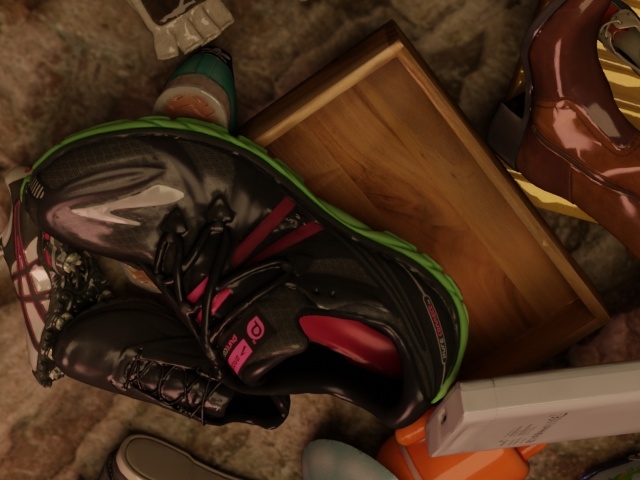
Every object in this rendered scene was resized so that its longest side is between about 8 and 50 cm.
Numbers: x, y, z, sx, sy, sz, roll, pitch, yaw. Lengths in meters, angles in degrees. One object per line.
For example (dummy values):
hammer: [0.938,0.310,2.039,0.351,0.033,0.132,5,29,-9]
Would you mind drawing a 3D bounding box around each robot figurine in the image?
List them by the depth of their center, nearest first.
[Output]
robot figurine: [0.159,0.260,1.787,0.219,0.158,0.128,-32,77,7]

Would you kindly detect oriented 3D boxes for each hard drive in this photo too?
hard drive: [0.303,0.173,1.619,0.353,0.233,0.047,-6,72,-7]

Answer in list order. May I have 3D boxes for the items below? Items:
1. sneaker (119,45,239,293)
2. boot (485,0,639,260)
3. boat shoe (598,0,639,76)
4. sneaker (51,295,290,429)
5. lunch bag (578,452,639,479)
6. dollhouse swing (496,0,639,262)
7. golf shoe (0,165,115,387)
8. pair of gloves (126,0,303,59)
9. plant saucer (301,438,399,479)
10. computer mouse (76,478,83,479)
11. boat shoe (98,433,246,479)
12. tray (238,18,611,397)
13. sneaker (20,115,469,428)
sneaker: [-0.143,-0.075,1.646,0.108,0.121,0.302,21,130,0]
boot: [0.317,-0.105,1.525,0.280,0.096,0.264,40,131,20]
boat shoe: [0.315,-0.211,1.567,0.137,0.043,0.049,48,114,18]
sneaker: [-0.156,0.144,1.681,0.286,0.130,0.109,11,113,-26]
lunch bag: [0.414,0.370,1.873,0.176,0.090,0.219,-19,112,1]
dollhouse swing: [0.395,-0.111,1.597,0.305,0.315,0.346,11,110,-21]
golf shoe: [-0.298,0.039,1.685,0.120,0.105,0.272,31,128,26]
pair of gloves: [-0.106,-0.319,1.563,0.240,0.042,0.204,-25,98,3]
plant saucer: [0.044,0.318,1.775,0.037,0.195,0.195,-44,115,-33]
computer mouse: [-0.263,0.376,1.815,0.042,0.106,0.193,-26,103,-2]
boat shoe: [-0.114,0.345,1.813,0.335,0.112,0.095,30,123,-10]
tray: [0.116,-0.017,1.630,0.203,0.076,0.411,-34,114,14]
sneaker: [-0.072,0.034,1.502,0.483,0.202,0.185,24,128,-6]
